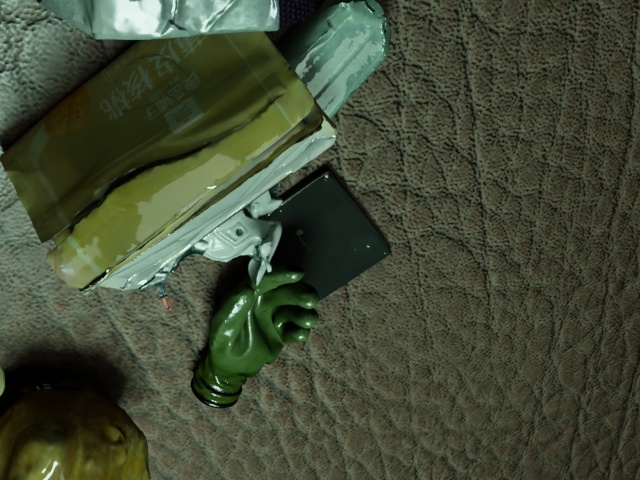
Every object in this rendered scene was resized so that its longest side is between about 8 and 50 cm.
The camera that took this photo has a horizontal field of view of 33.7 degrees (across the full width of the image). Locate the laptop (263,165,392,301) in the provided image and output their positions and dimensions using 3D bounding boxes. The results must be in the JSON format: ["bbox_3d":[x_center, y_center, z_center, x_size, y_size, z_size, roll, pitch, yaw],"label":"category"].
[{"bbox_3d":[0.000,0.000,1.383,0.135,0.016,0.197,-35,134,6],"label":"laptop"}]

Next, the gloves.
[{"bbox_3d":[-0.089,0.118,1.377,0.135,0.107,0.268,7,141,-36],"label":"gloves"}]

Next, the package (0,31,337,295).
[{"bbox_3d":[-0.156,-0.090,1.089,0.311,0.165,0.221,-36,104,5],"label":"package"}]

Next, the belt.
[{"bbox_3d":[-0.129,-0.268,0.987,0.289,0.184,0.164,-6,132,-15],"label":"belt"}]

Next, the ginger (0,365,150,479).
[{"bbox_3d":[-0.342,0.308,1.335,0.200,0.223,0.269,27,110,-43],"label":"ginger"}]

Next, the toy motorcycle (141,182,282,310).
[{"bbox_3d":[-0.139,-0.002,1.259,0.221,0.102,0.150,-20,105,-9],"label":"toy motorcycle"}]

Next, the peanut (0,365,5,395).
[{"bbox_3d":[-0.480,0.199,1.240,0.224,0.129,0.129,-24,134,-19],"label":"peanut"}]

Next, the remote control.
[{"bbox_3d":[-0.018,-0.175,1.198,0.104,0.052,0.247,35,103,-31],"label":"remote control"}]
